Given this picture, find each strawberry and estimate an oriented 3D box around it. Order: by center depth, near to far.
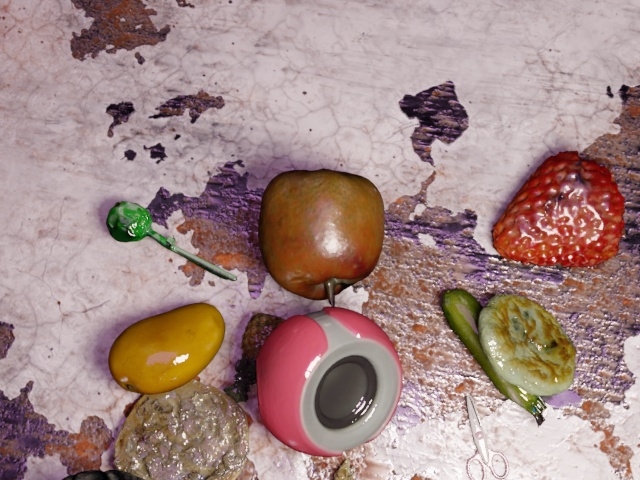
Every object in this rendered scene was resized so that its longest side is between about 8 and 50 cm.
[{"bbox_3d":[0.512,-0.079,1.779,0.280,0.150,0.253,1,71,3],"label":"strawberry"}]

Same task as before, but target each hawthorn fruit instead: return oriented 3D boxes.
[{"bbox_3d":[0.000,0.000,1.736,0.267,0.268,0.301,-2,74,3],"label":"hawthorn fruit"}]

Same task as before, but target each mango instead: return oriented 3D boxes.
[{"bbox_3d":[-0.313,0.226,1.731,0.254,0.139,0.175,-24,50,-8],"label":"mango"}]

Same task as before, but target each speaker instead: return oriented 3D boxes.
[{"bbox_3d":[0.020,0.271,1.629,0.294,0.294,0.294,-1,72,4],"label":"speaker"}]

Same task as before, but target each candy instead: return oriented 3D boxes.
[{"bbox_3d":[-0.327,0.012,1.853,0.323,0.097,0.097,28,76,3],"label":"candy"}]

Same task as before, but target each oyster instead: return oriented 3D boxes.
[{"bbox_3d":[0.063,0.492,1.679,0.083,0.038,0.081,30,74,14],"label":"oyster"}]

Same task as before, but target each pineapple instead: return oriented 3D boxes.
[{"bbox_3d":[-0.132,0.247,1.737,0.108,0.108,0.198,23,74,11],"label":"pineapple"}]

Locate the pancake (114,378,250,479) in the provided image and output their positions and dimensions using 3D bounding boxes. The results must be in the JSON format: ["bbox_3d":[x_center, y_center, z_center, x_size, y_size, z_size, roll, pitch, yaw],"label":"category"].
[{"bbox_3d":[-0.285,0.417,1.721,0.282,0.049,0.282,-1,72,3],"label":"pancake"}]

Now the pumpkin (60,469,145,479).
[{"bbox_3d":[-0.426,0.561,1.590,0.295,0.296,0.296,-1,72,4],"label":"pumpkin"}]

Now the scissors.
[{"bbox_3d":[0.325,0.402,1.698,0.085,0.022,0.176,-13,75,3],"label":"scissors"}]

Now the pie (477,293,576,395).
[{"bbox_3d":[0.417,0.207,1.679,0.240,0.054,0.240,19,46,-20],"label":"pie"}]

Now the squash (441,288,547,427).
[{"bbox_3d":[0.360,0.235,1.716,0.087,0.087,0.331,-33,71,-7],"label":"squash"}]
